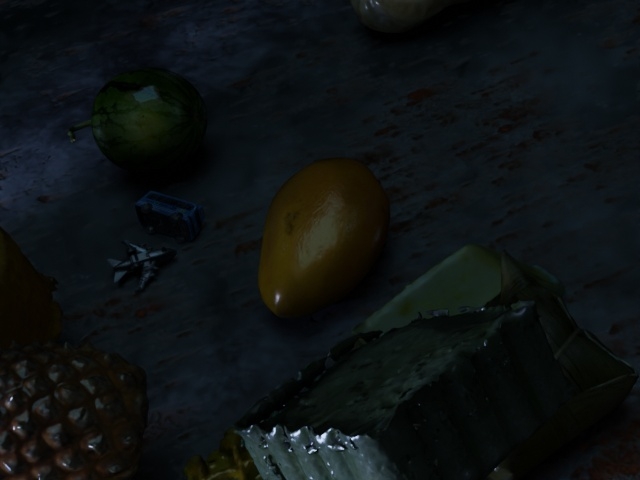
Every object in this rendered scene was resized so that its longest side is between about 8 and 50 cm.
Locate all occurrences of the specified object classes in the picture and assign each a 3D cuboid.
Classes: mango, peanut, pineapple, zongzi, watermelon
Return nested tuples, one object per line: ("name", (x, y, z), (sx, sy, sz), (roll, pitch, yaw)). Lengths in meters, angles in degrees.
("mango", (0.000, 0.000, 1.819), (0.144, 0.112, 0.219), (11, 58, 24))
("peanut", (0.175, -0.382, 2.179), (0.290, 0.130, 0.130), (-23, 42, -15))
("pineapple", (-0.356, 0.173, 1.558), (0.361, 0.175, 0.175), (8, 39, -16))
("zongzi", (0.182, 0.130, 1.595), (0.205, 0.094, 0.204), (-33, 72, -18))
("watermelon", (-0.239, -0.155, 2.023), (0.187, 0.141, 0.141), (3, 44, 23))

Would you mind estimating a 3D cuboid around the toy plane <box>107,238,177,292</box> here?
("toy plane", (-0.214, 0.025, 1.899), (0.083, 0.031, 0.078), (-20, 57, -4))

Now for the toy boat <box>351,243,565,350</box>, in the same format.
("toy boat", (0.138, 0.086, 1.701), (0.276, 0.084, 0.111), (-32, 43, -18))

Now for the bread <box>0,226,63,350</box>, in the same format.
("bread", (-0.481, 0.103, 1.755), (0.358, 0.204, 0.337), (0, 38, 17))

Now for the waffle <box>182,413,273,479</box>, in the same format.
("waffle", (-0.048, 0.277, 1.550), (0.259, 0.069, 0.293), (20, 50, 30))

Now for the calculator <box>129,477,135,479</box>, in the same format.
("calculator", (-0.303, 0.299, 1.610), (0.268, 0.040, 0.177), (-19, 42, -7))

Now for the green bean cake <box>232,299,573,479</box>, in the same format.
("green bean cake", (0.079, 0.161, 1.455), (0.255, 0.132, 0.241), (-34, 12, -34))

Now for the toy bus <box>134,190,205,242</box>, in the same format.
("toy bus", (-0.186, -0.031, 1.947), (0.083, 0.038, 0.046), (16, 46, 28))
